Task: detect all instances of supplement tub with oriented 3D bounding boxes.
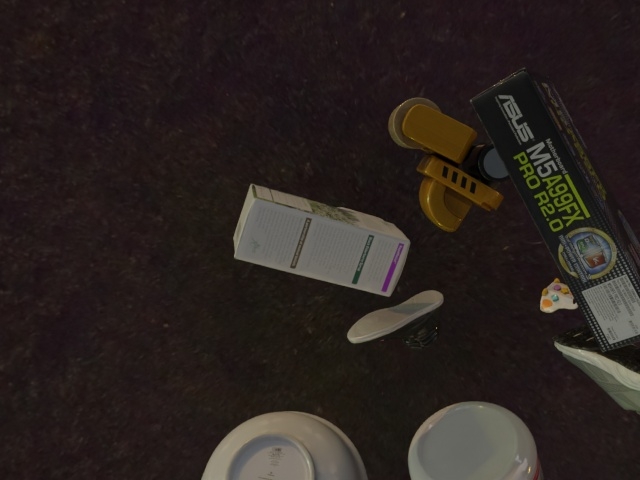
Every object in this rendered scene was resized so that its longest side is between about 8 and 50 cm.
[{"bbox_3d":[0.262,0.407,0.962,0.191,0.191,0.272,-21,118,5],"label":"supplement tub"}]

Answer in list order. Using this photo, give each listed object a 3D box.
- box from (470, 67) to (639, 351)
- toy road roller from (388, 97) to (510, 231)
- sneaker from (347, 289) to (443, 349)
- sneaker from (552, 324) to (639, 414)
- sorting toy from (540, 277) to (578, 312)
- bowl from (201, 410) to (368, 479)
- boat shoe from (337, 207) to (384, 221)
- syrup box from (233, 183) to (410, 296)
[{"bbox_3d":[0.266,-0.046,0.646,0.060,0.216,0.270,-28,87,29],"label":"box"},{"bbox_3d":[0.286,-0.169,1.470,0.330,0.202,0.240,29,98,-3],"label":"toy road roller"},{"bbox_3d":[0.219,0.258,1.703,0.296,0.104,0.146,-21,118,-17],"label":"sneaker"},{"bbox_3d":[0.449,0.199,0.933,0.100,0.271,0.107,-18,103,-9],"label":"sneaker"},{"bbox_3d":[0.503,0.115,1.252,0.083,0.075,0.044,-34,119,-26],"label":"sorting toy"},{"bbox_3d":[-0.071,0.401,0.994,0.298,0.134,0.297,-3,55,5],"label":"bowl"},{"bbox_3d":[0.084,-0.050,1.654,0.184,0.063,0.066,18,91,16],"label":"boat shoe"},{"bbox_3d":[0.000,0.000,0.895,0.237,0.093,0.096,16,105,-14],"label":"syrup box"}]
